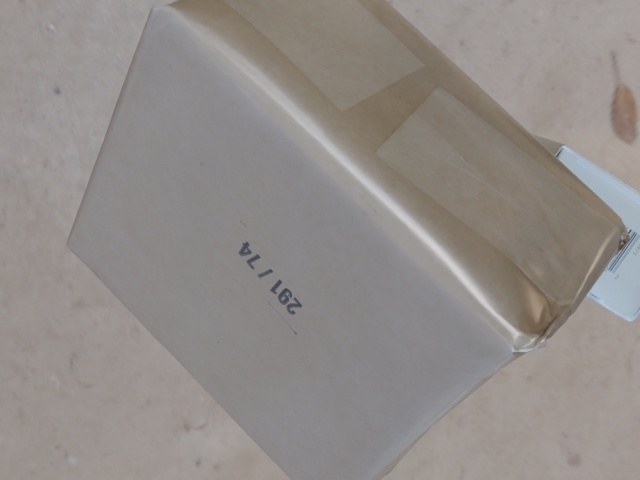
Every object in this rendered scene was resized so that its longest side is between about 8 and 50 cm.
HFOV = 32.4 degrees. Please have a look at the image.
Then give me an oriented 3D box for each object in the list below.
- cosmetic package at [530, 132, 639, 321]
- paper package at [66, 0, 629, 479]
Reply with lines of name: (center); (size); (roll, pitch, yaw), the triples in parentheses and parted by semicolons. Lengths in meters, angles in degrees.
cosmetic package: (0.258, -0.029, 1.175); (0.160, 0.309, 0.113); (32, 99, -6)
paper package: (0.000, 0.000, 0.820); (0.168, 0.325, 0.309); (-38, 168, -41)
